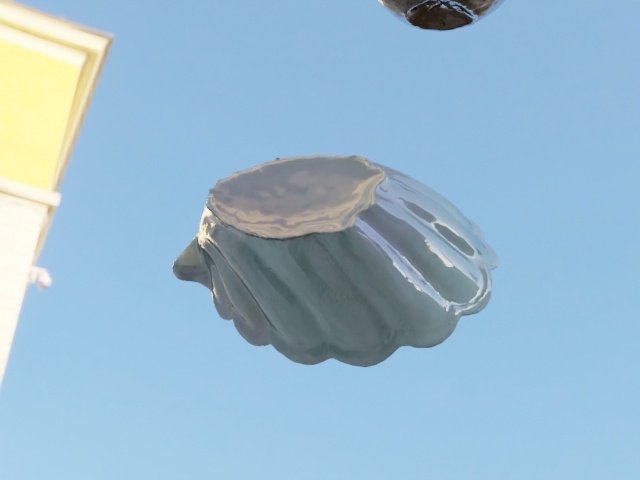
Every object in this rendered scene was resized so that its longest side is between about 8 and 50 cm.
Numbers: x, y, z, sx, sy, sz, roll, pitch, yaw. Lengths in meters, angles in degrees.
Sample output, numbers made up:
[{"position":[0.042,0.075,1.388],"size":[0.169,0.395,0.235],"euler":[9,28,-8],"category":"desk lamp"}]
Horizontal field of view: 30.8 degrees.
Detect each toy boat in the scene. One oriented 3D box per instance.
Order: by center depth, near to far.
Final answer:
[{"position":[0.000,0.000,0.942],"size":[0.290,0.199,0.100],"euler":[7,-49,38],"category":"toy boat"}]

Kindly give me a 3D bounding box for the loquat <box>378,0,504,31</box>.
[{"position":[0.120,-0.316,1.105],"size":[0.179,0.227,0.179],"euler":[6,-11,1],"category":"loquat"}]
